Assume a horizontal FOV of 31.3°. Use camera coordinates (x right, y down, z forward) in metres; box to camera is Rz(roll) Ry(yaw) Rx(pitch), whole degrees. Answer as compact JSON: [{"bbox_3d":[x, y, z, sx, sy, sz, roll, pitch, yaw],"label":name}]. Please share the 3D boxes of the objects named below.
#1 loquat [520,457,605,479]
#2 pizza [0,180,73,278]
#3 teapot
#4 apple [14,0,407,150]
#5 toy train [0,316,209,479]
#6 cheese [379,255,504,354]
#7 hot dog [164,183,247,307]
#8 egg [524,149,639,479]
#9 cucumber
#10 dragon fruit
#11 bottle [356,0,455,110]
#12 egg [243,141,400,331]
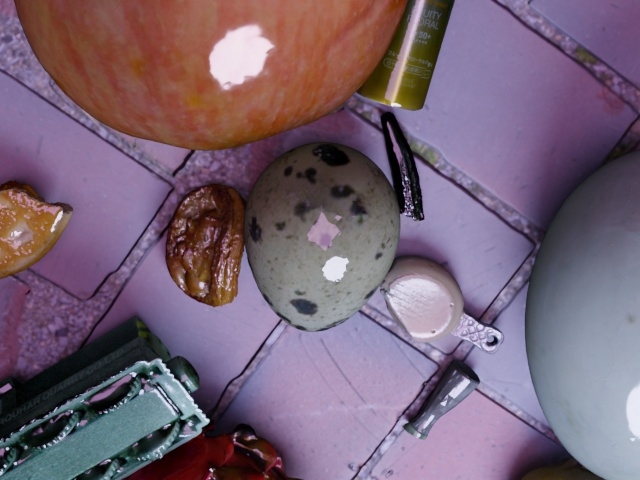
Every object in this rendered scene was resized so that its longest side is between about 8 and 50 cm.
[{"bbox_3d":[0.302,0.367,1.421,0.152,0.152,0.195,7,97,-4],"label":"loquat"},{"bbox_3d":[-0.404,-0.009,1.333,0.246,0.058,0.127,-21,109,9],"label":"pizza"},{"bbox_3d":[0.149,0.202,1.423,0.042,0.043,0.111,36,106,-11],"label":"teapot"},{"bbox_3d":[-0.102,-0.272,1.111,0.391,0.391,0.347,-3,126,-1],"label":"apple"},{"bbox_3d":[-0.296,0.211,1.337,0.330,0.178,0.139,-31,122,2],"label":"toy train"},{"bbox_3d":[0.141,0.090,1.384,0.092,0.047,0.171,-40,104,10],"label":"cheese"},{"bbox_3d":[-0.129,0.007,1.340,0.099,0.065,0.147,21,109,27],"label":"hot dog"},{"bbox_3d":[0.367,0.089,1.272,0.276,0.276,0.389,3,103,-3],"label":"egg"},{"bbox_3d":[0.097,-0.085,1.340,0.034,0.033,0.135,-10,106,-2],"label":"cucumber"},{"bbox_3d":[-0.106,0.353,1.351,0.307,0.228,0.243,15,150,25],"label":"dragon fruit"},{"bbox_3d":[0.114,-0.291,1.257,0.082,0.082,0.286,14,105,-6],"label":"bottle"},{"bbox_3d":[0.000,0.000,1.290,0.176,0.177,0.228,4,119,-3],"label":"egg"}]
